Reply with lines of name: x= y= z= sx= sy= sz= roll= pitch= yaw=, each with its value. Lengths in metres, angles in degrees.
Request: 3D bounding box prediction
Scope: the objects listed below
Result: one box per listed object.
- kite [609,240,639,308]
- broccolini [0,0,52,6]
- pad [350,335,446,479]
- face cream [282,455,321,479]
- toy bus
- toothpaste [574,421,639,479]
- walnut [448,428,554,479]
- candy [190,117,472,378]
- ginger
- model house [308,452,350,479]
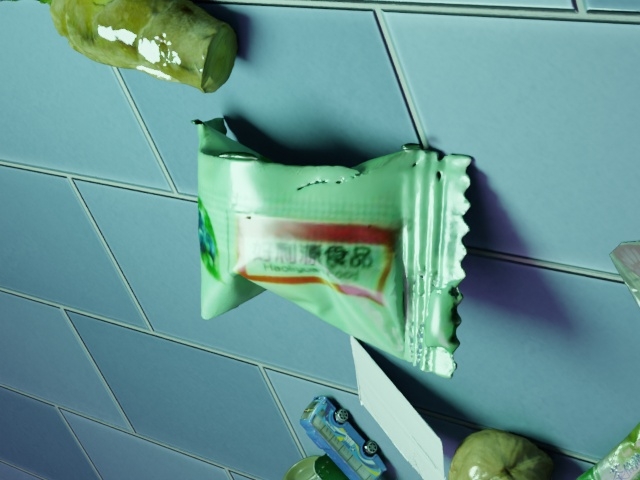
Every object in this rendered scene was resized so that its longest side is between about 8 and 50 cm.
kite: x=0.443 y=0.052 z=1.339 sx=0.204 sy=0.022 sz=0.360 roll=50 pitch=152 yaw=-10
broccolini: x=-0.357 y=-0.314 z=1.777 sx=0.218 sy=0.042 sz=0.044 roll=20 pitch=142 yaw=30
pad: x=0.108 y=0.247 z=1.871 sx=0.232 sy=0.004 sz=0.156 roll=48 pitch=157 yaw=41
face cream: x=0.051 y=0.506 z=2.239 sx=0.341 sy=0.137 sz=0.084 roll=61 pitch=179 yaw=-21
toy bus: x=0.034 y=0.305 z=2.055 sx=0.153 sy=0.061 sz=0.051 roll=48 pitch=153 yaw=-12
toothpaste: x=0.350 y=0.298 z=1.657 sx=0.078 sy=0.047 sz=0.248 roll=44 pitch=126 yaw=5
walnut: x=0.236 y=0.320 z=1.778 sx=0.166 sy=0.149 sz=0.167 roll=157 pitch=90 yaw=-84
candy: x=0.004 y=-0.001 z=1.616 sx=0.397 sy=0.172 sz=0.263 roll=10 pitch=110 yaw=32
ginger: x=-0.217 y=-0.254 z=1.627 sx=0.263 sy=0.109 sz=0.116 roll=23 pitch=107 yaw=28
model house: x=0.039 y=0.412 z=2.100 sx=0.167 sy=0.117 sz=0.088 roll=39 pitch=111 yaw=3
